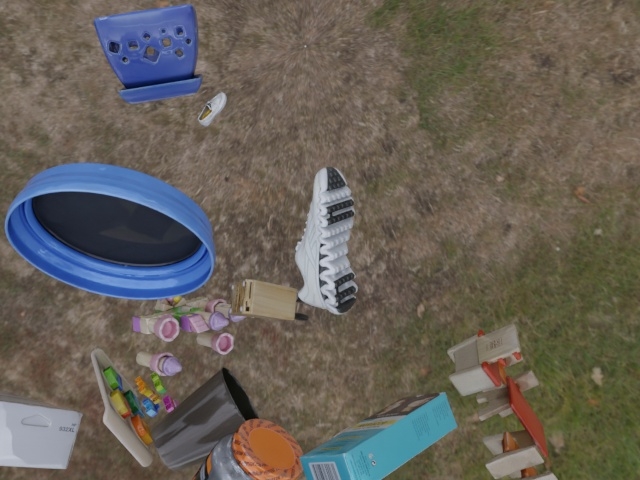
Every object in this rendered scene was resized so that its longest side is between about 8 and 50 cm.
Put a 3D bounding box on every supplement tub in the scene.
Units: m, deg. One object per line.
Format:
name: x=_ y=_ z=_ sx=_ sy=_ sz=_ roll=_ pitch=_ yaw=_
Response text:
supplement tub: x=-0.175 y=0.530 z=1.386 sx=0.193 sy=0.193 sz=0.316 roll=31 pitch=109 yaw=-9

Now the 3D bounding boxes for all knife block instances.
knife block: x=-0.111 y=0.165 z=1.807 sx=0.242 sy=0.275 sz=0.088 roll=6 pitch=81 yaw=-16

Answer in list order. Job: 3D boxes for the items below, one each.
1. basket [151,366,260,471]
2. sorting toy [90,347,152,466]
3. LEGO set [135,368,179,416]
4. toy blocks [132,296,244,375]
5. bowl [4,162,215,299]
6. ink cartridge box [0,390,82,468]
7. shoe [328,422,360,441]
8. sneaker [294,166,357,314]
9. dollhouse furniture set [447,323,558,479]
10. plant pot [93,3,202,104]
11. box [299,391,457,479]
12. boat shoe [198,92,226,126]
basket: x=-0.284 y=0.458 z=1.672 sx=0.226 sy=0.154 sz=0.204 roll=-32 pitch=90 yaw=2
sorting toy: x=-0.414 y=0.348 z=1.435 sx=0.038 sy=0.208 sz=0.193 roll=-27 pitch=129 yaw=-6
LEGO set: x=-0.475 y=0.451 z=1.987 sx=0.087 sy=0.227 sz=0.093 roll=-36 pitch=134 yaw=-2
toy blocks: x=-0.363 y=0.209 z=1.936 sx=0.260 sy=0.288 sz=0.309 roll=3 pitch=102 yaw=43
bowl: x=-0.394 y=-0.008 z=1.308 sx=0.391 sy=0.077 sz=0.391 roll=4 pitch=147 yaw=2
ink cartridge box: x=-0.719 y=0.406 z=1.495 sx=0.307 sy=0.223 sz=0.129 roll=1 pitch=73 yaw=37
shoe: x=0.052 y=0.381 z=1.273 sx=0.058 sy=0.077 sz=0.219 roll=21 pitch=140 yaw=-27
sneaker: x=0.000 y=0.000 z=1.350 sx=0.118 sy=0.110 sz=0.292 roll=6 pitch=100 yaw=37
dollhouse furniture set: x=0.350 y=0.286 z=1.231 sx=0.135 sy=0.262 sz=0.259 roll=-27 pitch=115 yaw=23
plant pot: x=-0.411 y=-0.462 z=1.694 sx=0.235 sy=0.236 sz=0.212 roll=-10 pitch=109 yaw=-6
box: x=0.093 y=0.302 z=1.022 sx=0.100 sy=0.244 sz=0.060 roll=-23 pitch=85 yaw=45
boat shoe: x=-0.276 y=-0.337 z=1.718 sx=0.035 sy=0.035 sz=0.100 roll=35 pitch=85 yaw=22
